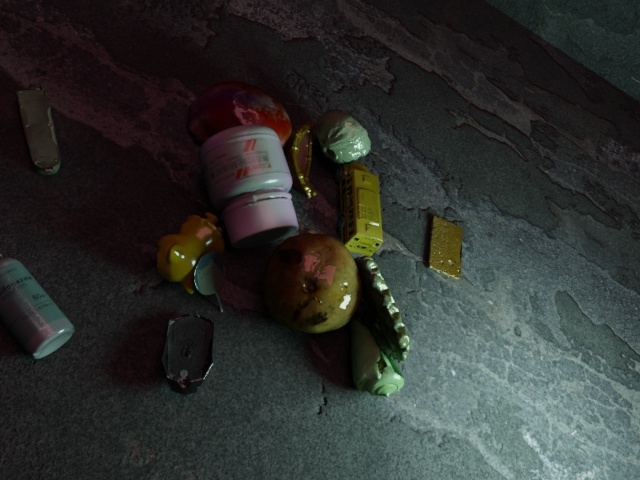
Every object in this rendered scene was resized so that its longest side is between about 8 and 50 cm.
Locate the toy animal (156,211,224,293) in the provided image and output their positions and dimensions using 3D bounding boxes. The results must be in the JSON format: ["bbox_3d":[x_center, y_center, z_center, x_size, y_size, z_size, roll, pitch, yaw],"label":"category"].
[{"bbox_3d":[-0.335,0.019,1.561,0.156,0.156,0.230,34,45,-5],"label":"toy animal"}]

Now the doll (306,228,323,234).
[{"bbox_3d":[0.005,-0.007,1.814,0.093,0.051,0.061,51,24,6],"label":"doll"}]

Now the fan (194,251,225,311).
[{"bbox_3d":[-0.281,0.114,1.543,0.113,0.005,0.175,-42,128,-44],"label":"fan"}]

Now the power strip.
[{"bbox_3d":[-0.763,-0.296,1.600,0.080,0.048,0.286,-10,66,-29],"label":"power strip"}]

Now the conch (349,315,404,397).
[{"bbox_3d":[0.146,0.311,1.622,0.143,0.137,0.251,29,46,-57],"label":"conch"}]

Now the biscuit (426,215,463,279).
[{"bbox_3d":[0.430,0.025,2.029,0.131,0.025,0.231,23,53,-12],"label":"biscuit"}]

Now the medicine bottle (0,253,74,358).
[{"bbox_3d":[-0.711,0.104,1.335,0.352,0.110,0.110,47,51,6],"label":"medicine bottle"}]

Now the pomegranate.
[{"bbox_3d":[-0.018,0.118,1.592,0.281,0.281,0.281,13,56,-20],"label":"pomegranate"}]

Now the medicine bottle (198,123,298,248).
[{"bbox_3d":[-0.197,-0.148,1.668,0.241,0.241,0.302,-12,79,-32],"label":"medicine bottle"}]

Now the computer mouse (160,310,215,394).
[{"bbox_3d":[-0.326,0.278,1.456,0.126,0.071,0.231,3,48,-10],"label":"computer mouse"}]

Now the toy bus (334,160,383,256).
[{"bbox_3d":[0.126,-0.119,1.900,0.121,0.123,0.336,13,56,-20],"label":"toy bus"}]

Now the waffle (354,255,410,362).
[{"bbox_3d":[0.172,0.189,1.639,0.056,0.292,0.309,-21,66,-6],"label":"waffle"}]

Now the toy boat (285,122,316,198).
[{"bbox_3d":[-0.060,-0.254,1.893,0.099,0.141,0.318,-10,52,13],"label":"toy boat"}]

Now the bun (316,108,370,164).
[{"bbox_3d":[0.063,-0.325,1.951,0.204,0.212,0.126,40,73,16],"label":"bun"}]

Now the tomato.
[{"bbox_3d":[-0.238,-0.405,1.862,0.335,0.176,0.290,25,50,-10],"label":"tomato"}]
